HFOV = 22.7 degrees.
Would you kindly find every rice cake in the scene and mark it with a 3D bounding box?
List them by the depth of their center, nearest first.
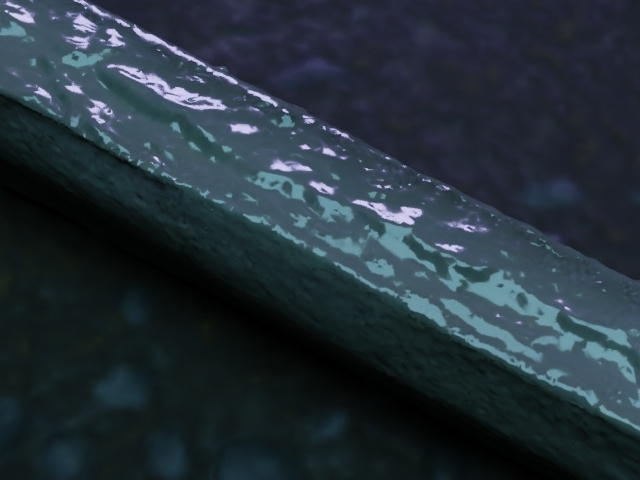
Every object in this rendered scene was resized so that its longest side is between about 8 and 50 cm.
[{"bbox_3d":[0.000,0.000,0.389,0.256,0.057,0.052,28,44,13],"label":"rice cake"}]
